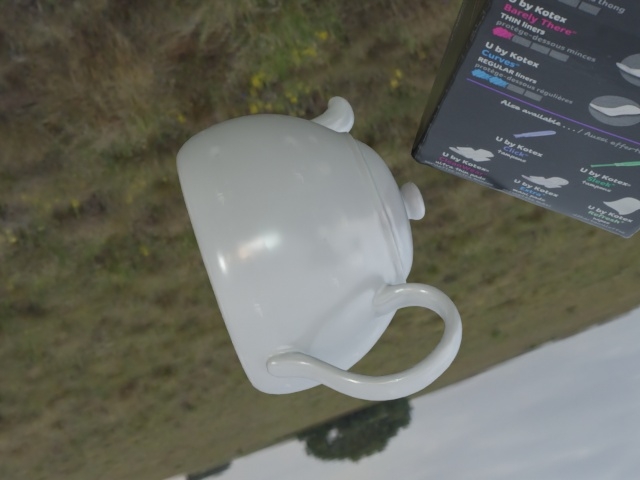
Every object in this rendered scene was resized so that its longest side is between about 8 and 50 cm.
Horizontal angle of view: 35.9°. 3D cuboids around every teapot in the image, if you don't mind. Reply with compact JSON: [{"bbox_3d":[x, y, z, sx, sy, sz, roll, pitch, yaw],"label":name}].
[{"bbox_3d":[0.000,0.000,0.833,0.187,0.256,0.252,-18,180,-2],"label":"teapot"}]

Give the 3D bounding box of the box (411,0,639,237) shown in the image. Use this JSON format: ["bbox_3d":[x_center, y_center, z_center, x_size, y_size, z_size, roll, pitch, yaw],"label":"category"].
[{"bbox_3d":[0.158,-0.138,0.487,0.143,0.165,0.270,20,159,1],"label":"box"}]
